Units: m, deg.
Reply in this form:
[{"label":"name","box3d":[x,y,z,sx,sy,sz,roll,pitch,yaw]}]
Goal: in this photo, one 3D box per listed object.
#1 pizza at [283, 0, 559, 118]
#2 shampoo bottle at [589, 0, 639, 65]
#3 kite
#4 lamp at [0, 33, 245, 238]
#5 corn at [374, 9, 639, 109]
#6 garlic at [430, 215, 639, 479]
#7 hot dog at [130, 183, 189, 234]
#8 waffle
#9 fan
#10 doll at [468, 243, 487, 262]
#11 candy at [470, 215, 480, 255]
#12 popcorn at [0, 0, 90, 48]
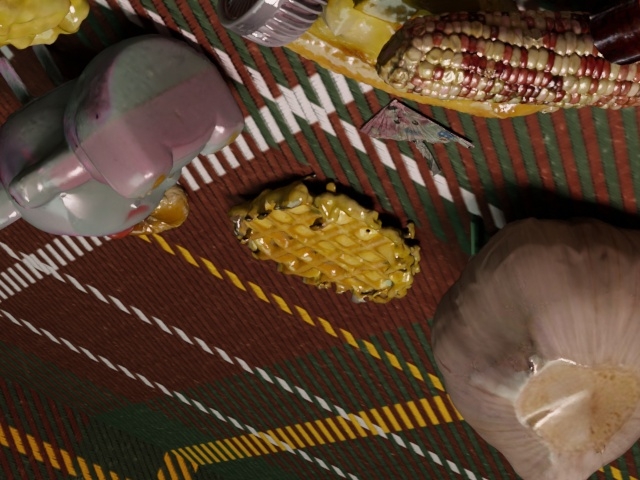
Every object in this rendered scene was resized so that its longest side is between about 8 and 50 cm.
[{"label":"pizza","box3d":[0.078,-0.207,1.351,0.280,0.075,0.287,13,158,14]},{"label":"shampoo bottle","box3d":[0.316,-0.194,1.142,0.104,0.104,0.278,30,156,-25]},{"label":"kite","box3d":[0.104,-0.112,1.648,0.139,0.011,0.156,10,155,30]},{"label":"lamp","box3d":[-0.254,-0.129,1.684,0.247,0.247,0.301,56,143,-5]},{"label":"corn","box3d":[0.174,-0.157,1.290,0.253,0.086,0.086,1,161,-11]},{"label":"garlic","box3d":[0.269,0.114,1.702,0.317,0.259,0.317,3,126,5]},{"label":"hot dog","box3d":[-0.295,-0.058,2.027,0.242,0.073,0.084,13,152,15]},{"label":"waffle","box3d":[-0.001,0.003,1.937,0.262,0.060,0.280,13,157,16]},{"label":"fan","box3d":[-0.004,-0.255,1.267,0.074,0.130,0.244,26,144,-26]},{"label":"doll","box3d":[0.249,0.060,1.847,0.180,0.094,0.079,41,-165,-35]},{"label":"candy","box3d":[0.204,0.057,1.907,0.091,0.083,0.305,-20,146,-8]},{"label":"popcorn","box3d":[-0.312,-0.271,1.372,0.225,0.249,0.249,-1,176,-42]}]
